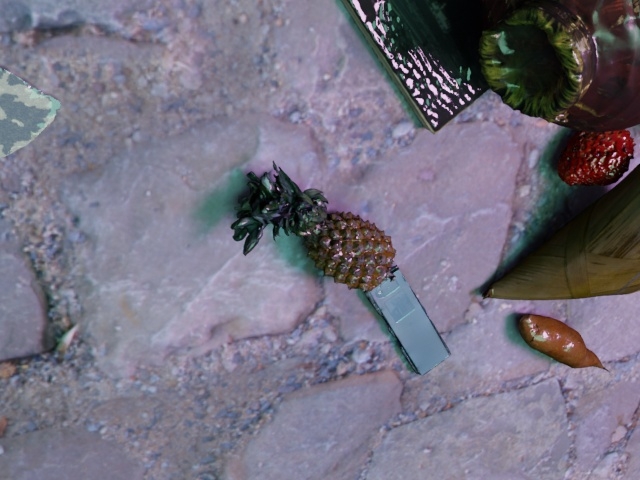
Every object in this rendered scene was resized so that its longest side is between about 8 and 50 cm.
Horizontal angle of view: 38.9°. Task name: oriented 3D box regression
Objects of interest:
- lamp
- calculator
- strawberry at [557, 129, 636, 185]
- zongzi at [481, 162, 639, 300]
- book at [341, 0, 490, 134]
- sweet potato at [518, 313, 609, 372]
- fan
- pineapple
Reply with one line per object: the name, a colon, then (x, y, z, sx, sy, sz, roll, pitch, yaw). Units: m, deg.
lamp: (0.269, -0.221, 0.925, 0.247, 0.247, 0.247, -8, 116, -16)
calculator: (0.113, 0.106, 1.174, 0.057, 0.018, 0.172, -34, 121, 0)
strawberry: (0.341, -0.103, 1.126, 0.096, 0.083, 0.083, -33, 121, 2)
zongzi: (0.333, -0.005, 1.123, 0.256, 0.115, 0.228, -9, 149, -5)
book: (0.203, -0.328, 0.998, 0.374, 0.028, 0.262, -38, 120, 1)
sweet potato: (0.342, 0.149, 1.259, 0.195, 0.056, 0.056, 32, 101, -33)
fan: (-0.381, -0.139, 0.888, 0.240, 0.009, 0.131, 11, 110, -24)
pineapple: (-0.001, -0.001, 1.046, 0.221, 0.083, 0.103, 30, 101, -26)
